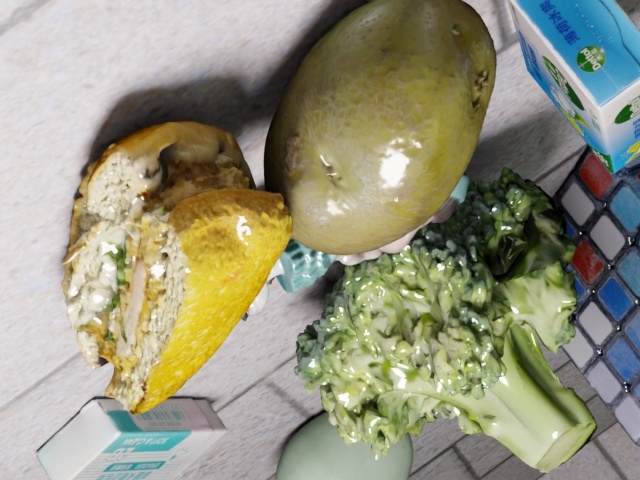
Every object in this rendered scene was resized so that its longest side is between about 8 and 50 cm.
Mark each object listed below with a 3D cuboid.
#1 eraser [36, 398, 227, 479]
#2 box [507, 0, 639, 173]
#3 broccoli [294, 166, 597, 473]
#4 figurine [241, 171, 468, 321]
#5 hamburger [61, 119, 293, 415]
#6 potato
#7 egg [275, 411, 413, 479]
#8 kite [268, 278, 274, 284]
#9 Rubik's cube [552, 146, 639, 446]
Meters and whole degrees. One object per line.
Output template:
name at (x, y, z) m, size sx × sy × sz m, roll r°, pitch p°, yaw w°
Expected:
eraser at (-0.191, 0.209, 1.807) m, size 0.095 × 0.052 × 0.225 m, roll -43°, pitch 160°, yaw 16°
box at (0.240, -0.155, 1.549) m, size 0.073 × 0.139 × 0.194 m, roll -36°, pitch 160°, yaw 1°
broccoli at (0.131, 0.087, 1.759) m, size 0.277 × 0.317 × 0.339 m, roll -18°, pitch 122°, yaw -45°
figurine at (0.015, -0.026, 1.538) m, size 0.245 × 0.110 × 0.138 m, roll -29°, pitch -160°, yaw -8°
hamburger at (-0.112, 0.010, 1.353) m, size 0.156 × 0.144 × 0.283 m, roll -36°, pitch 164°, yaw -33°
potato at (0.039, -0.082, 1.354) m, size 0.251 × 0.159 × 0.174 m, roll -45°, pitch 175°, yaw 39°
egg at (0.031, 0.289, 2.212) m, size 0.192 × 0.149 × 0.149 m, roll -36°, pitch 163°, yaw -25°
kite at (0.000, 0.000, 1.705) m, size 0.190 × 0.010 × 0.159 m, roll -33°, pitch 161°, yaw -7°
Rubik's cube at (0.449, 0.023, 2.085) m, size 0.292 × 0.287 × 0.293 m, roll -23°, pitch 156°, yaw -30°
